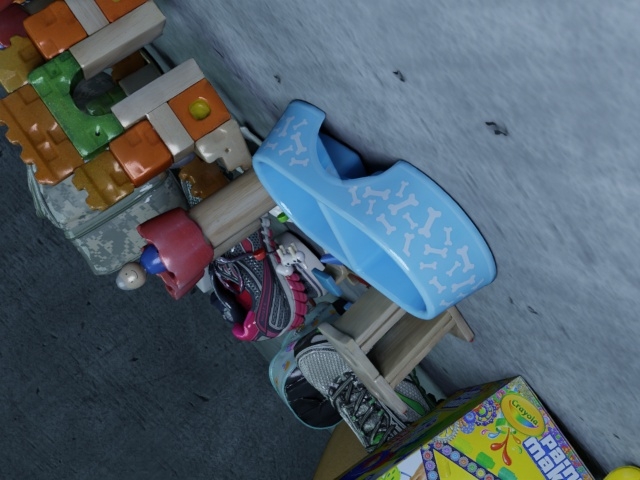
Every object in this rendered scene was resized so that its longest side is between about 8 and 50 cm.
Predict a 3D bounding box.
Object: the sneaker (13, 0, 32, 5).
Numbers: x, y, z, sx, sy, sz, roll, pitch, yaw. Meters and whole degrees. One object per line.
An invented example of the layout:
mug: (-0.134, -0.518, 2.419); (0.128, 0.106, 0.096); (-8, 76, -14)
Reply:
sneaker: (-0.494, -0.412, 1.447); (0.321, 0.124, 0.180); (50, 178, 46)

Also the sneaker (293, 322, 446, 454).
sneaker: (0.100, 0.254, 1.329); (0.343, 0.134, 0.146); (40, -146, -7)

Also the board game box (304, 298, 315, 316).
board game box: (-0.109, 0.056, 1.804); (0.281, 0.027, 0.145); (38, 164, 37)

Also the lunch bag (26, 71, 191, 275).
lunch bag: (-0.355, -0.132, 1.469); (0.256, 0.212, 0.305); (58, -173, -29)

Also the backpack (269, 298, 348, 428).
backpack: (0.010, 0.204, 1.479); (0.166, 0.188, 0.144); (54, 166, -32)

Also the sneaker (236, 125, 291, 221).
sneaker: (-0.067, -0.083, 1.145); (0.152, 0.053, 0.061); (45, 165, 10)

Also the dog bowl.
dog bowl: (0.040, -0.028, 0.904); (0.297, 0.074, 0.166); (38, 165, 39)

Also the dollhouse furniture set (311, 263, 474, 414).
dollhouse furniture set: (0.061, 0.091, 1.079); (0.129, 0.129, 0.183); (53, 165, -29)

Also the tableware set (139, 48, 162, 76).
tableware set: (-0.282, -0.250, 1.374); (0.128, 0.039, 0.194); (49, 168, -12)

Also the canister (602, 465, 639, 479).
canister: (0.357, 0.321, 0.940); (0.126, 0.073, 0.170); (33, 160, 49)

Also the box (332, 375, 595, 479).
box: (0.150, 0.325, 1.122); (0.177, 0.279, 0.290); (56, 169, 8)

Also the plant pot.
plant pot: (0.087, 0.470, 1.827); (0.237, 0.254, 0.237); (36, 157, 17)

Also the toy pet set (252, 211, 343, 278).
toy pet set: (0.000, 0.000, 1.069); (0.114, 0.122, 0.065); (-10, 121, 32)

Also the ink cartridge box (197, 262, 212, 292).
ink cartridge box: (-0.250, -0.023, 1.775); (0.160, 0.092, 0.219); (45, 158, 22)

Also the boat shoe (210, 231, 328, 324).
boat shoe: (-0.089, 0.084, 1.504); (0.127, 0.158, 0.340); (48, 168, -4)

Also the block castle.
block castle: (-0.262, -0.144, 1.103); (0.453, 0.213, 0.303); (55, 168, -1)

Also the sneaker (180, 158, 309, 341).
sneaker: (-0.128, 0.007, 1.347); (0.121, 0.112, 0.299); (-44, 72, 46)
